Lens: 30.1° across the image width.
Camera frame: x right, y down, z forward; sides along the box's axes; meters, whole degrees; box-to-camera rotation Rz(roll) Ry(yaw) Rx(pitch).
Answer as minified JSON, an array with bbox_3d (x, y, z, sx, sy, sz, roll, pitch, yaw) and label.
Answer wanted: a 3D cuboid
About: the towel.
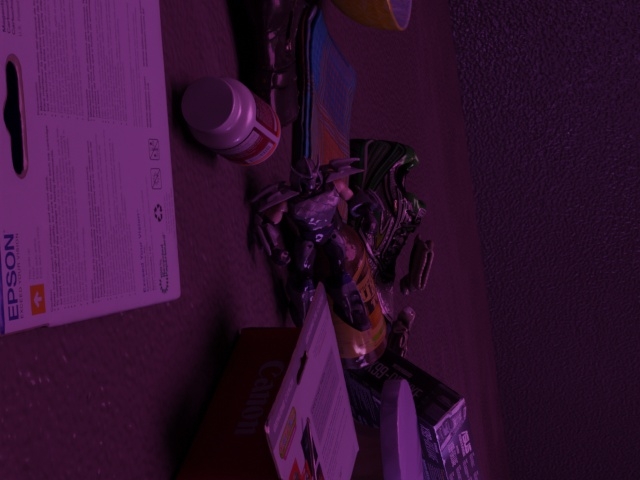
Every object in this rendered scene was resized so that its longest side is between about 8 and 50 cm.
[{"bbox_3d":[0.010,-0.167,1.963,0.271,0.040,0.370,51,38,-64],"label":"towel"}]

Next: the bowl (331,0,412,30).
[{"bbox_3d":[0.049,-0.483,1.961,0.289,0.156,0.290,-4,90,-76],"label":"bowl"}]

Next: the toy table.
[{"bbox_3d":[0.060,0.330,1.786,0.252,0.160,0.274,-60,144,-66],"label":"toy table"}]

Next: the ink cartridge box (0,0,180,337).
[{"bbox_3d":[-0.219,-0.096,1.003,0.330,0.071,0.324,-7,94,-72],"label":"ink cartridge box"}]

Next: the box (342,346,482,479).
[{"bbox_3d":[0.151,0.321,1.999,0.076,0.242,0.307,-39,136,-23],"label":"box"}]

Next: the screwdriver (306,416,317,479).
[{"bbox_3d":[-0.007,0.281,1.315,0.024,0.025,0.170,15,62,-73],"label":"screwdriver"}]

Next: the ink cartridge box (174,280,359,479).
[{"bbox_3d":[-0.059,0.237,1.407,0.309,0.130,0.272,-68,151,-60],"label":"ink cartridge box"}]

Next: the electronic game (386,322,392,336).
[{"bbox_3d":[0.110,0.233,2.222,0.229,0.048,0.229,-6,90,-79],"label":"electronic game"}]

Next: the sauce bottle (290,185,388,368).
[{"bbox_3d":[0.022,0.051,1.811,0.111,0.111,0.344,-80,160,-43],"label":"sauce bottle"}]

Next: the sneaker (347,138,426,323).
[{"bbox_3d":[0.109,-0.019,2.092,0.134,0.146,0.344,39,51,-71],"label":"sneaker"}]

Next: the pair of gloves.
[{"bbox_3d":[0.154,0.112,2.124,0.204,0.042,0.240,-61,165,-80],"label":"pair of gloves"}]

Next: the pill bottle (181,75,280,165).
[{"bbox_3d":[-0.107,-0.143,1.408,0.152,0.086,0.086,30,57,-73],"label":"pill bottle"}]

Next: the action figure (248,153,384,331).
[{"bbox_3d":[0.000,0.000,1.643,0.099,0.185,0.285,-115,-167,-52],"label":"action figure"}]

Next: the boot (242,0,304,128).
[{"bbox_3d":[-0.059,-0.278,1.670,0.263,0.091,0.229,-54,144,-62],"label":"boot"}]
